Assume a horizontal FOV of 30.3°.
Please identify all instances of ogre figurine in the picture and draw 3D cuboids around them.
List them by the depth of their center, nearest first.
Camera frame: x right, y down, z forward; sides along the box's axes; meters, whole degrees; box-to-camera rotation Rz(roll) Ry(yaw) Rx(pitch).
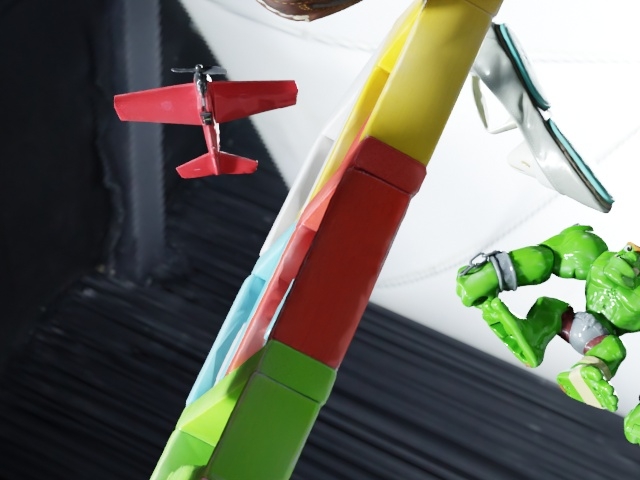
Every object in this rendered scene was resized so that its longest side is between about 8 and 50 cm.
[{"bbox_3d":[0.207,0.057,0.889,0.118,0.197,0.097,-40,-50,-18],"label":"ogre figurine"}]

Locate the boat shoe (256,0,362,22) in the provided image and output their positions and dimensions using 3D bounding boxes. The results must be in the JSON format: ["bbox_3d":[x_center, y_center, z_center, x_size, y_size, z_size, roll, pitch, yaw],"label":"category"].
[{"bbox_3d":[0.055,-0.157,0.442,0.207,0.073,0.073,-43,6,4],"label":"boat shoe"}]

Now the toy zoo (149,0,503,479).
[{"bbox_3d":[0.000,0.000,0.536,0.293,0.030,0.192,-65,8,-20],"label":"toy zoo"}]

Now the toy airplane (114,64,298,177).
[{"bbox_3d":[-0.092,-0.094,0.967,0.151,0.151,0.028,82,-177,-59],"label":"toy airplane"}]

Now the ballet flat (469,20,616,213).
[{"bbox_3d":[0.187,-0.100,1.056,0.068,0.213,0.072,-36,-24,23],"label":"ballet flat"}]
